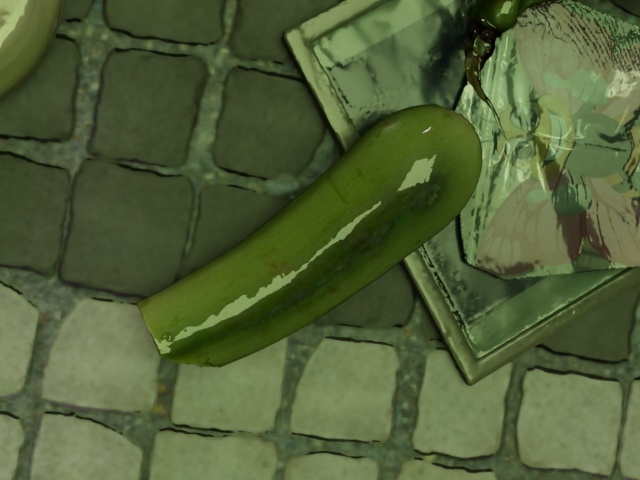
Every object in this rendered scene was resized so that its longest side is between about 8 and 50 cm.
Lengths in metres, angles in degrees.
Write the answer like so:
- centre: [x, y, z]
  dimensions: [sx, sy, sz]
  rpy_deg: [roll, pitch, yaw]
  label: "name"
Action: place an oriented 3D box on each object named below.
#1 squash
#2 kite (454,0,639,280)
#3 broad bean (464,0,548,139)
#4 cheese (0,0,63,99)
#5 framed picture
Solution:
- centre: [0.000, 0.000, 0.923]
  dimensions: [0.250, 0.083, 0.083]
  rpy_deg: [-36, 98, 0]
  label: "squash"
- centre: [0.268, -0.058, 0.983]
  dimensions: [0.360, 0.022, 0.204]
  rpy_deg: [7, 92, -5]
  label: "kite"
- centre: [0.224, -0.188, 0.961]
  dimensions: [0.318, 0.056, 0.098]
  rpy_deg: [-32, 90, -10]
  label: "broad bean"
- centre: [-0.204, -0.171, 0.892]
  dimensions: [0.227, 0.064, 0.137]
  rpy_deg: [-36, 99, -12]
  label: "cheese"
- centre: [0.123, -0.068, 0.992]
  dimensions: [0.209, 0.019, 0.281]
  rpy_deg: [-32, 97, -11]
  label: "framed picture"
